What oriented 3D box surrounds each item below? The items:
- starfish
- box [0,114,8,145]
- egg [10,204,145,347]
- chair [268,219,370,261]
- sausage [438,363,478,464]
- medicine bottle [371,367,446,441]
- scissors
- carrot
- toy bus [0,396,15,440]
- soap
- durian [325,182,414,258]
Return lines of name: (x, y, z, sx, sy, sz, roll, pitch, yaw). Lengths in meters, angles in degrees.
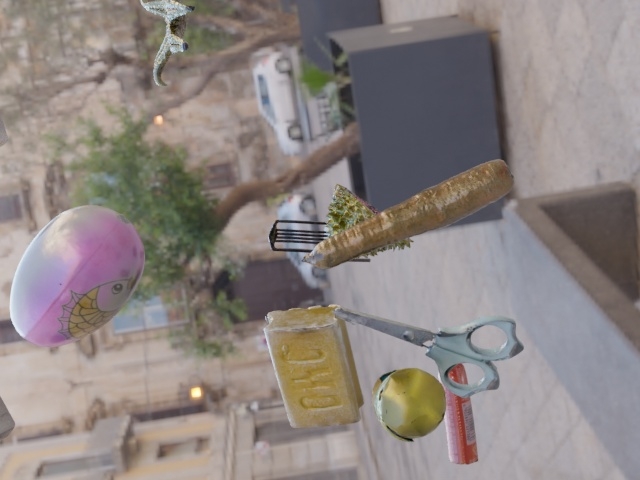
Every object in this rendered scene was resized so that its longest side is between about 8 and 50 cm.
starfish: (-0.203, -0.309, 1.323, 0.223, 0.050, 0.217, 40, 138, 54)
box: (-0.803, -0.254, 2.091, 0.067, 0.233, 0.150, -24, 84, 54)
egg: (-0.420, 0.063, 1.689, 0.196, 0.271, 0.196, 35, -154, -20)
chair: (0.000, 0.000, 2.173, 0.101, 0.212, 0.084, -150, 63, -67)
sausage: (0.331, 0.407, 2.392, 0.074, 0.074, 0.274, -106, 7, -78)
medicine bottle: (0.148, 0.278, 1.673, 0.239, 0.124, 0.124, 75, -174, -81)
scissors: (0.186, 0.178, 1.756, 0.029, 0.360, 0.191, -98, 31, -55)
carrot: (0.130, -0.031, 1.483, 0.070, 0.342, 0.070, -24, -90, -85)
toy bus: (-0.795, 0.344, 2.229, 0.268, 0.106, 0.092, 59, -155, 4)
soap: (-0.013, 0.277, 2.146, 0.089, 0.173, 0.274, -78, -23, -58)
durian: (0.076, -0.012, 1.874, 0.186, 0.108, 0.119, 37, -170, -5)
